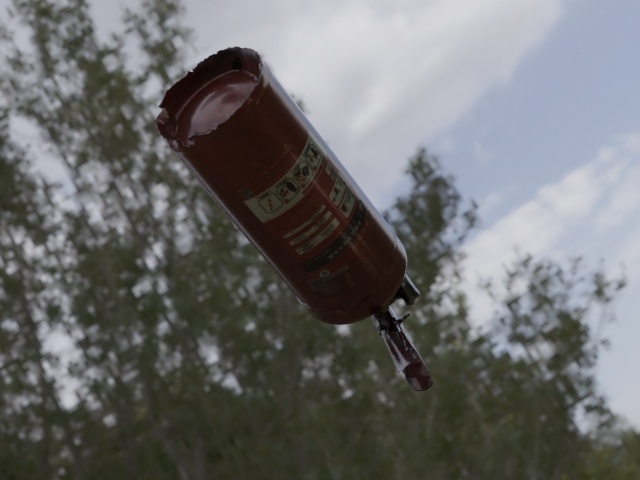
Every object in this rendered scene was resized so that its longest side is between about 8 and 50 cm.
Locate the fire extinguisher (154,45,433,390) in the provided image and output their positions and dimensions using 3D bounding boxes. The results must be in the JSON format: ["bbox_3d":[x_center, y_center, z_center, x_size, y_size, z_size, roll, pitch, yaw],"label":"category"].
[{"bbox_3d":[0.000,0.000,1.226,0.106,0.147,0.337,-33,-55,10],"label":"fire extinguisher"}]
